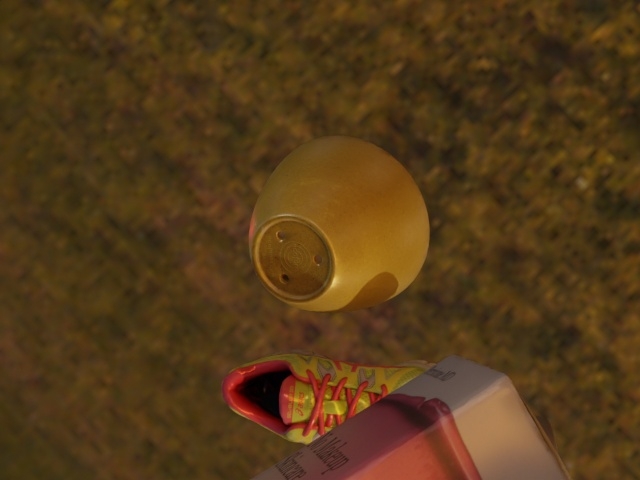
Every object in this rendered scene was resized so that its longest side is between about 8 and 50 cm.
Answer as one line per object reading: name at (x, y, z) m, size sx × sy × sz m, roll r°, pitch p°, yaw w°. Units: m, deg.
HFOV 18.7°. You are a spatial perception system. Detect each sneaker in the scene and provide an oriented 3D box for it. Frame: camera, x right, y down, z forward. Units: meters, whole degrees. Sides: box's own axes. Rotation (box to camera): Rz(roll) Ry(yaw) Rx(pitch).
sneaker at (0.014, 0.125, 1.440) m, size 0.208 × 0.081 × 0.094 m, roll 3°, pitch 179°, yaw 38°

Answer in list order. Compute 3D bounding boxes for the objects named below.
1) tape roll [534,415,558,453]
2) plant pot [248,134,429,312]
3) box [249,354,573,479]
tape roll at (0.154, 0.261, 1.730) m, size 0.072 × 0.219 × 0.219 m, roll 7°, pitch 156°, yaw -4°
plant pot at (0.000, 0.000, 1.423) m, size 0.134 × 0.095 × 0.134 m, roll 9°, pitch 112°, yaw 24°
box at (0.019, 0.176, 1.034) m, size 0.127 × 0.232 × 0.148 m, roll 59°, pitch 173°, yaw -5°
